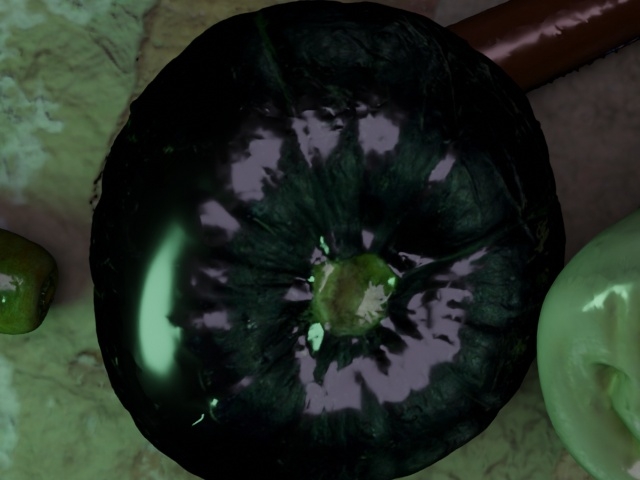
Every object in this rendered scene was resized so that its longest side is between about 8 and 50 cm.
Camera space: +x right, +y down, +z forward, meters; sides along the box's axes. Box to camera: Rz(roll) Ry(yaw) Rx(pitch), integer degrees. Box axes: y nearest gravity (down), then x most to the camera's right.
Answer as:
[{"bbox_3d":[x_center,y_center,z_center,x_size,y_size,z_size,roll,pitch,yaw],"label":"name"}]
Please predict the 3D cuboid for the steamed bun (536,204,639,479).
[{"bbox_3d":[0.340,0.060,0.716,0.367,0.255,0.342,-6,124,28],"label":"steamed bun"}]

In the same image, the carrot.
[{"bbox_3d":[-0.358,-0.017,0.858,0.358,0.074,0.074,20,85,6],"label":"carrot"}]

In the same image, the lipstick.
[{"bbox_3d":[0.250,-0.188,0.845,0.418,0.077,0.077,-24,83,1],"label":"lipstick"}]

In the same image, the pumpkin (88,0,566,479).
[{"bbox_3d":[0.000,0.000,0.763,0.315,0.238,0.315,0,101,-2],"label":"pumpkin"}]
